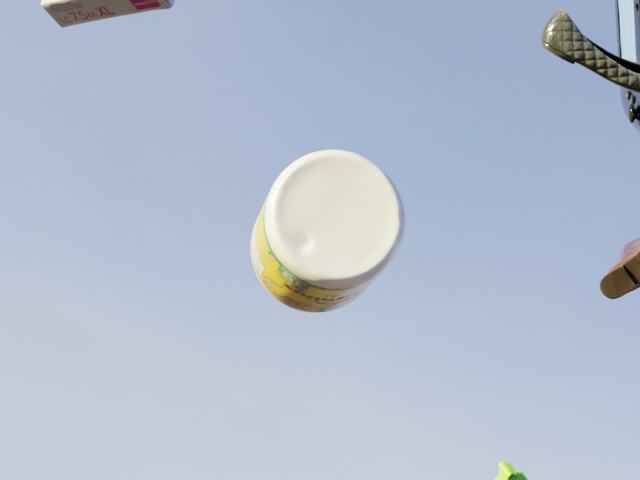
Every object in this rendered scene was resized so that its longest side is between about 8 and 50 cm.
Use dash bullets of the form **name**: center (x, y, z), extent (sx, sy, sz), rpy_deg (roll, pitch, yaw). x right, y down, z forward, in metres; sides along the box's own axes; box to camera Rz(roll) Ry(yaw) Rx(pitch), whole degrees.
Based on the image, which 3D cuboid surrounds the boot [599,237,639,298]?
- **boot**: center (0.291, 0.008, 1.447), extent (0.106, 0.114, 0.037), rpy_deg (-25, -89, 24)

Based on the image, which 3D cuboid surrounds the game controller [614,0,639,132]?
- **game controller**: center (0.374, -0.288, 2.013), extent (0.067, 0.319, 0.166), rpy_deg (-8, 17, -8)

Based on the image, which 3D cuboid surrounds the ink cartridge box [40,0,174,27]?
- **ink cartridge box**: center (-0.245, -0.430, 2.269), extent (0.186, 0.311, 0.065), rpy_deg (-5, -38, 30)

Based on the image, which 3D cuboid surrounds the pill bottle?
- **pill bottle**: center (0.000, 0.000, 1.484), extent (0.118, 0.117, 0.208), rpy_deg (23, -13, -3)

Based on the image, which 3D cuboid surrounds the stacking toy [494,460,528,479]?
- **stacking toy**: center (0.194, 0.299, 1.329), extent (0.167, 0.052, 0.221), rpy_deg (56, -9, 51)

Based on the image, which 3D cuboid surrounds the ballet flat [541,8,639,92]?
- **ballet flat**: center (0.331, -0.205, 1.918), extent (0.173, 0.049, 0.057), rpy_deg (23, 16, -11)
